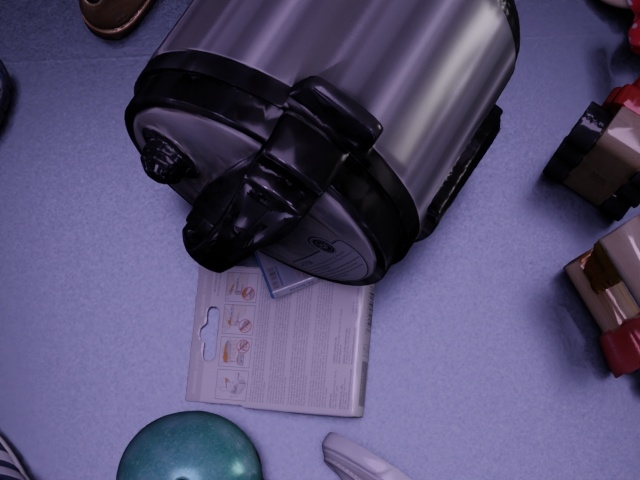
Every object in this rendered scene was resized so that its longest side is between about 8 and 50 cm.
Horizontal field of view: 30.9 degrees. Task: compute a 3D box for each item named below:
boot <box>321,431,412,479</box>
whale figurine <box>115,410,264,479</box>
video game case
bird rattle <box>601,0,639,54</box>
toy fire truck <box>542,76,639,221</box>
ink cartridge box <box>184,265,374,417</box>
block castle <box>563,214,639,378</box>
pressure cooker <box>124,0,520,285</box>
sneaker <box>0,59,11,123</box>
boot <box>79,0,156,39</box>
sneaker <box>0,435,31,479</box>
[{"bbox_3d":[0.082,0.349,1.379,0.258,0.095,0.123,37,75,5],"label":"boot"},{"bbox_3d":[-0.147,0.337,1.360,0.216,0.141,0.272,-9,80,-2],"label":"whale figurine"},{"bbox_3d":[0.000,0.000,1.456,0.166,0.015,0.119,-21,47,-3],"label":"video game case"},{"bbox_3d":[0.422,-0.368,1.490,0.207,0.254,0.143,29,40,35],"label":"bird rattle"},{"bbox_3d":[0.382,-0.179,1.416,0.158,0.217,0.246,34,81,7],"label":"toy fire truck"},{"bbox_3d":[-0.050,0.125,1.457,0.224,0.056,0.181,2,79,19],"label":"ink cartridge box"},{"bbox_3d":[0.530,0.002,1.339,0.453,0.303,0.213,-30,82,-4],"label":"block castle"},{"bbox_3d":[-0.015,-0.146,1.319,0.375,0.370,0.420,20,67,30],"label":"pressure cooker"},{"bbox_3d":[-0.500,-0.108,1.478,0.129,0.111,0.297,13,76,18],"label":"sneaker"},{"bbox_3d":[-0.219,-0.412,1.514,0.112,0.115,0.305,27,80,7],"label":"boot"},{"bbox_3d":[-0.403,0.311,1.363,0.350,0.148,0.131,41,82,7],"label":"sneaker"}]
